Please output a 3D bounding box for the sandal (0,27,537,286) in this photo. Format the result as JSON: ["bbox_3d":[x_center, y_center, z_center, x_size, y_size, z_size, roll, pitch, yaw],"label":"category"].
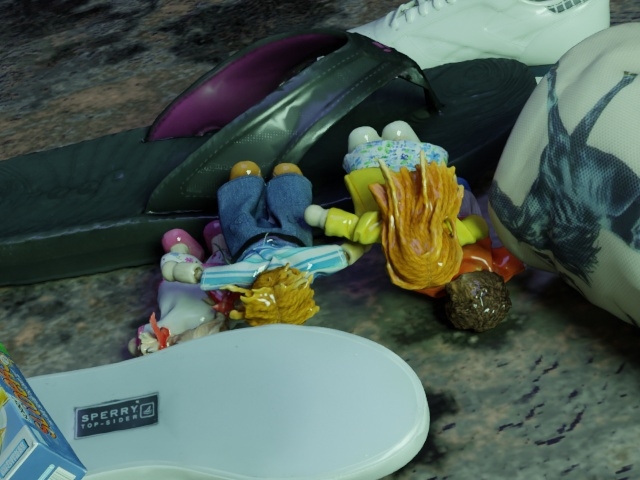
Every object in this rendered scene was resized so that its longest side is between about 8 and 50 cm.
[{"bbox_3d":[-0.059,-0.071,0.989,0.445,0.107,0.167,-14,33,-2],"label":"sandal"}]

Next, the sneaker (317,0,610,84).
[{"bbox_3d":[0.108,-0.169,1.096,0.235,0.095,0.090,-5,35,15],"label":"sneaker"}]

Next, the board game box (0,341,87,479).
[{"bbox_3d":[-0.212,0.148,0.684,0.201,0.035,0.136,-50,39,-1],"label":"board game box"}]

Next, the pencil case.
[{"bbox_3d":[0.265,0.010,0.708,0.183,0.160,0.410,-5,25,-34],"label":"pencil case"}]

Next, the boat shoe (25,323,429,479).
[{"bbox_3d":[-0.065,0.106,0.737,0.258,0.084,0.095,-4,58,16],"label":"boat shoe"}]

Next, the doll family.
[{"bbox_3d":[0.000,0.000,0.848,0.263,0.118,0.163,-12,33,0],"label":"doll family"}]
